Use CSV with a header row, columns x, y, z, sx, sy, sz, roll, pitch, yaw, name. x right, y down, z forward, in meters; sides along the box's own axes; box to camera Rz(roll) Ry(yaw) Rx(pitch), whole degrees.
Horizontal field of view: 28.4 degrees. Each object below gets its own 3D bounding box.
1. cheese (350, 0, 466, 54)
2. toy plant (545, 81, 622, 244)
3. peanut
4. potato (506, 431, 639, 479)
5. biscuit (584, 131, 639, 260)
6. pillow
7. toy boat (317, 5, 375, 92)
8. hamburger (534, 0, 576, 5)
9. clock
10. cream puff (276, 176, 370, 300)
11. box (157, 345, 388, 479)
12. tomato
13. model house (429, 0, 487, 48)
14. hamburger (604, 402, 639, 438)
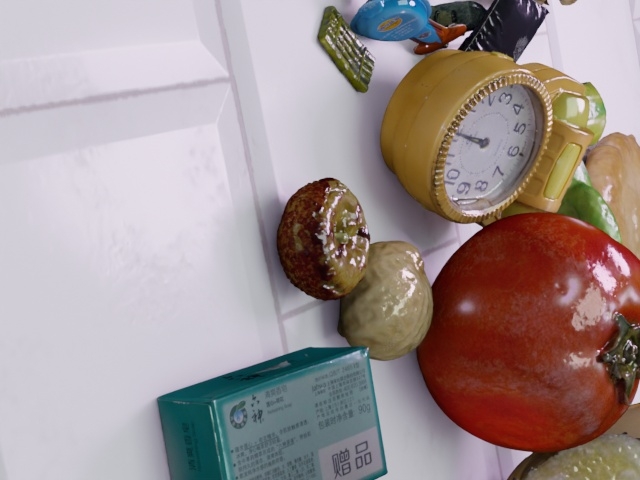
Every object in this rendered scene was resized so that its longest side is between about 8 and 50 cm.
x,y,z,sx,sy,sz,roll,pitch,yaw,name
0.121,-0.297,1.737,0.256,0.106,0.037,7,61,-60,cheese
0.379,-0.085,2.014,0.184,0.224,0.316,-14,94,-23,toy plant
0.084,0.074,1.594,0.140,0.109,0.159,56,43,-59,peanut
0.371,0.415,1.882,0.237,0.288,0.301,179,-80,-81,potato
0.598,0.017,2.411,0.429,0.104,0.446,14,73,-55,biscuit
0.248,-0.277,1.870,0.208,0.055,0.141,-52,152,14,pillow
0.035,-0.252,1.667,0.115,0.016,0.063,46,49,-44,toy boat
0.348,-0.484,2.066,0.209,0.162,0.330,42,48,-49,hamburger
0.219,-0.143,1.745,0.317,0.200,0.244,6,109,-48,clock
0.000,0.000,1.504,0.149,0.084,0.149,18,70,-59,cream puff
-0.046,0.210,1.349,0.244,0.092,0.153,-12,95,-46,box
0.294,0.130,1.722,0.293,0.289,0.325,-63,142,-20,tomato
0.202,-0.322,1.878,0.078,0.083,0.066,3,83,-58,model house
0.579,0.368,2.155,0.300,0.300,0.176,19,51,-55,hamburger
